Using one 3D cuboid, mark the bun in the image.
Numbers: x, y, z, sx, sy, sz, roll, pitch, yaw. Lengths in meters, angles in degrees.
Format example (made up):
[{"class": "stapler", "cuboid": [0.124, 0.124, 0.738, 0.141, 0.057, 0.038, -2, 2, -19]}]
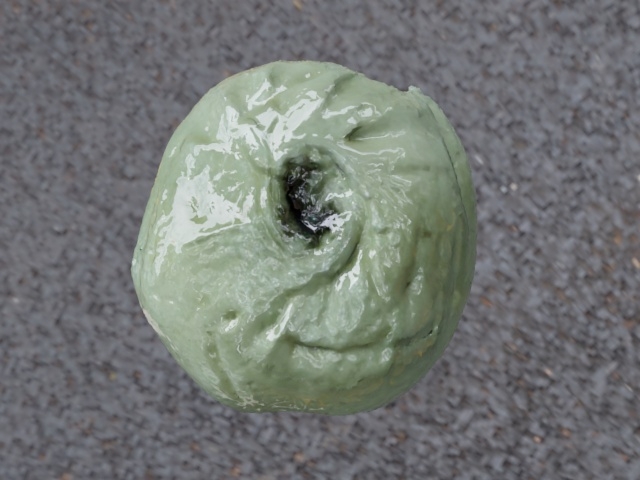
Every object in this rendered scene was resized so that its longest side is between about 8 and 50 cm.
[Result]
[{"class": "bun", "cuboid": [-0.001, 0.003, 0.866, 0.221, 0.221, 0.108, -63, 19, -7]}]
